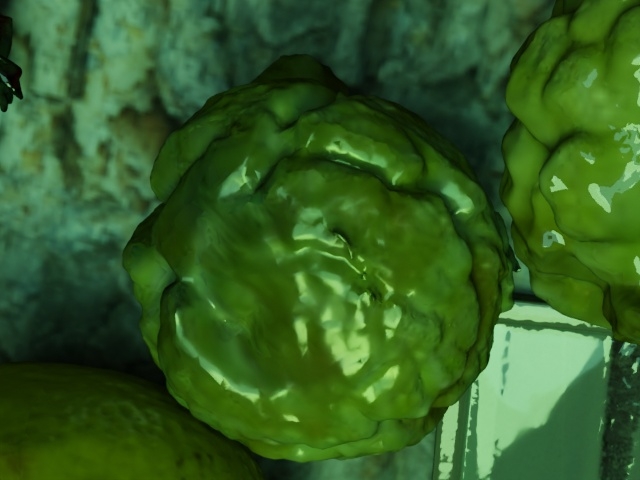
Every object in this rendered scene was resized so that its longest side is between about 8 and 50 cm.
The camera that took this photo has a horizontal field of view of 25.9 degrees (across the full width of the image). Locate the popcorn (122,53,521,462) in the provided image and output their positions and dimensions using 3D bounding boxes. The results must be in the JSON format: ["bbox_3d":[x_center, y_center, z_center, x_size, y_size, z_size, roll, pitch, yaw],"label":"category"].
[{"bbox_3d":[0.000,0.000,0.689,0.198,0.212,0.197,-6,130,-8],"label":"popcorn"}]

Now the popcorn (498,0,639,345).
[{"bbox_3d":[0.222,-0.066,0.627,0.286,0.173,0.225,-3,118,8],"label":"popcorn"}]

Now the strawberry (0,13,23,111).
[{"bbox_3d":[-0.243,-0.123,0.723,0.192,0.085,0.140,6,148,18],"label":"strawberry"}]

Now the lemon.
[{"bbox_3d":[-0.149,0.185,0.710,0.284,0.260,0.260,19,105,6],"label":"lemon"}]

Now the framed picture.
[{"bbox_3d":[0.164,0.176,0.786,0.213,0.016,0.289,6,104,5],"label":"framed picture"}]
